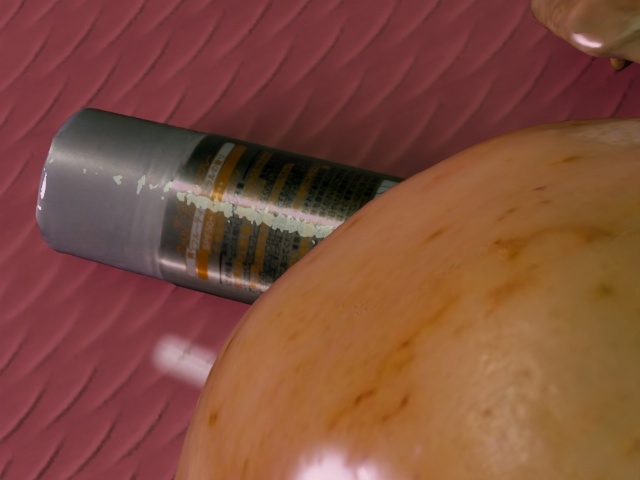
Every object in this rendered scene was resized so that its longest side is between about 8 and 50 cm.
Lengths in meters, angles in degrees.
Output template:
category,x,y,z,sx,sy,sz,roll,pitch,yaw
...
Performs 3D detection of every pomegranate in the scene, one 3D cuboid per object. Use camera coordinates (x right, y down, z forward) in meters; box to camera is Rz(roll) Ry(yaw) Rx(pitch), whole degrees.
category,x,y,z,sx,sy,sz,roll,pitch,yaw
pomegranate,0.106,0.154,0.644,0.411,0.411,0.412,-2,77,11

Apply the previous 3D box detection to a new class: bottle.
category,x,y,z,sx,sy,sz,roll,pitch,yaw
bottle,0.000,0.000,0.879,0.286,0.082,0.082,14,80,13

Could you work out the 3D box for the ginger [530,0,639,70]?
category,x,y,z,sx,sy,sz,roll,pitch,yaw
ginger,0.327,-0.176,0.794,0.358,0.211,0.413,43,87,15
